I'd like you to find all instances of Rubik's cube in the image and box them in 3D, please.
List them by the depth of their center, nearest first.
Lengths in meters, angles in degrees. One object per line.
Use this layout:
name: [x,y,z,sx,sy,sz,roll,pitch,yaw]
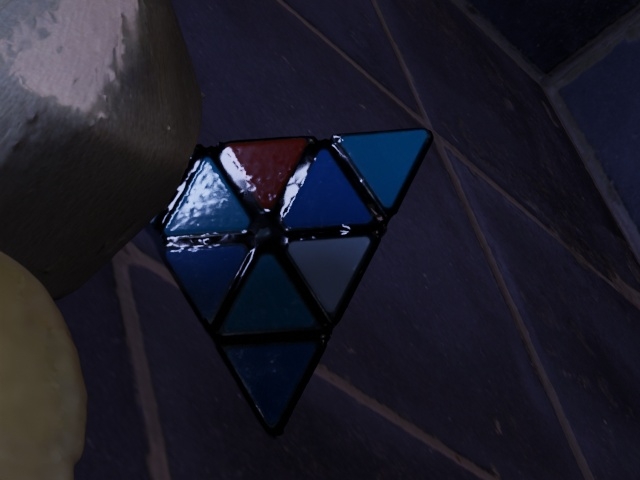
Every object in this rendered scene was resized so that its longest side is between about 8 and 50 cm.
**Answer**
Rubik's cube: [0.000,0.000,1.349,0.284,0.250,0.234,52,-1,17]

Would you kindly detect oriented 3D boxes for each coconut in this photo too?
coconut: [-0.187,-0.092,0.928,0.245,0.247,0.245,43,19,-19]

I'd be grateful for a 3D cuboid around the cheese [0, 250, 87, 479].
cheese: [-0.260,0.105,0.520,0.384,0.104,0.384,28,32,-20]
